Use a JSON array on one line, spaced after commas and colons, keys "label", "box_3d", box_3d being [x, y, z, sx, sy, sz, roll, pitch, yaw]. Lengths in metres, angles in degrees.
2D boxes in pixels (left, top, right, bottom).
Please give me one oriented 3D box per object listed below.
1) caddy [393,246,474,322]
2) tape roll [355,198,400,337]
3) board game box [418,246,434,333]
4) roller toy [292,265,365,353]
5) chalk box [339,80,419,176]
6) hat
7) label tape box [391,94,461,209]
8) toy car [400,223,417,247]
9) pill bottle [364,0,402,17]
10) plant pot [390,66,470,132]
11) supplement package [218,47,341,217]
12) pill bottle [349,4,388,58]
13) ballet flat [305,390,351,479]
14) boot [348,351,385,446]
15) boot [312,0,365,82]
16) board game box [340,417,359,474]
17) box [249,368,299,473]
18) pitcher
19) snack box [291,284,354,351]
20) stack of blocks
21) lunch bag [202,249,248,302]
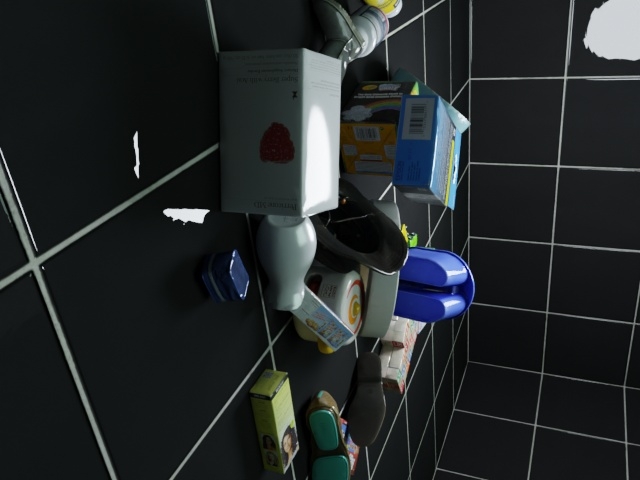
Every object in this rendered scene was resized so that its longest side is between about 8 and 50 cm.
[{"label": "caddy", "box_3d": [0.357, 0.150, 2.083, 0.179, 0.341, 0.241, -7, 102, -50]}, {"label": "tape roll", "box_3d": [0.153, 0.077, 1.687, 0.392, 0.072, 0.391, -174, -90, -86]}, {"label": "board game box", "box_3d": [0.424, 0.207, 2.573, 0.242, 0.064, 0.316, -26, 119, -64]}, {"label": "roller toy", "box_3d": [0.029, 0.164, 1.515, 0.209, 0.146, 0.191, -33, 125, -61]}, {"label": "chalk box", "box_3d": [0.183, -0.338, 1.727, 0.289, 0.180, 0.179, -61, 148, -41]}, {"label": "hat", "box_3d": [0.040, -0.012, 1.445, 0.134, 0.331, 0.331, -52, 174, 31]}, {"label": "label tape box", "box_3d": [0.297, -0.228, 1.657, 0.334, 0.106, 0.240, 20, 76, -67]}, {"label": "toy car", "box_3d": [0.317, 0.029, 2.295, 0.225, 0.053, 0.239, -39, 131, -60]}, {"label": "pill bottle", "box_3d": [0.172, -0.704, 1.715, 0.184, 0.103, 0.103, 7, 89, -67]}, {"label": "plant pot", "box_3d": [0.305, -0.387, 1.945, 0.195, 0.290, 0.290, -52, 162, 13]}, {"label": "supplement package", "box_3d": [-0.074, -0.201, 1.147, 0.175, 0.178, 0.292, -22, 114, -65]}, {"label": "pill bottle", "box_3d": [0.104, -0.542, 1.585, 0.180, 0.108, 0.108, -55, 143, -49]}, {"label": "ballet flat", "box_3d": [0.020, 0.556, 1.667, 0.124, 0.116, 0.342, -82, 163, -65]}, {"label": "boot", "box_3d": [0.153, 0.520, 1.931, 0.115, 0.112, 0.305, 84, 13, -52]}, {"label": "boot", "box_3d": [0.005, -0.441, 1.426, 0.190, 0.076, 0.208, 41, 75, -28]}, {"label": "board game box", "box_3d": [0.070, 0.641, 1.878, 0.281, 0.027, 0.145, 53, 48, -58]}, {"label": "box", "box_3d": [-0.102, 0.412, 1.374, 0.087, 0.058, 0.232, -50, 139, -53]}, {"label": "pitcher", "box_3d": [-0.070, 0.019, 1.304, 0.177, 0.126, 0.207, -82, 175, -53]}, {"label": "snack box", "box_3d": [-0.001, 0.180, 1.389, 0.178, 0.064, 0.022, 46, 6, -24]}, {"label": "stack of blocks", "box_3d": [0.284, 0.395, 2.252, 0.171, 0.087, 0.297, 66, 37, -49]}, {"label": "lunch bag", "box_3d": [-0.177, 0.069, 1.110, 0.067, 0.065, 0.098, -83, 162, -47]}]
